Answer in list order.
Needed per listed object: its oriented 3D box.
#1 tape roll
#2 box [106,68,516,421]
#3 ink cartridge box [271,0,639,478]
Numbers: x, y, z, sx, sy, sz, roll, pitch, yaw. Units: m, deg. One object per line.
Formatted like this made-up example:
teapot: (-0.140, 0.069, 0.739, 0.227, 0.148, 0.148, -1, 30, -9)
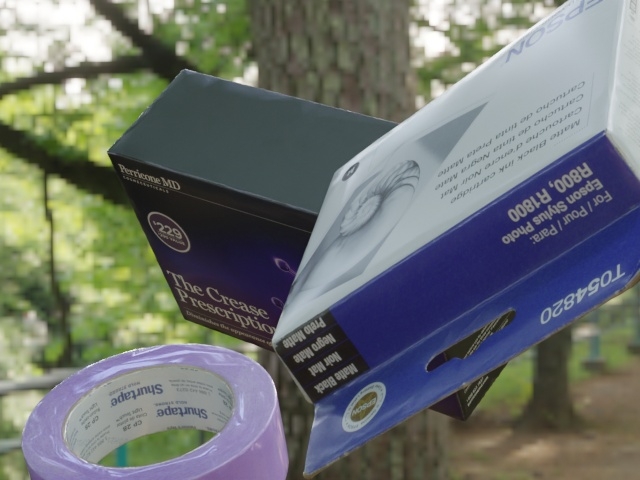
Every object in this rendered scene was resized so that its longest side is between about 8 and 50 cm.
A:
tape roll: (-0.175, 0.221, 1.808, 0.275, 0.090, 0.275, -8, 28, 4)
box: (0.000, 0.000, 1.191, 0.261, 0.184, 0.103, 17, 51, 34)
ink cartridge box: (0.072, -0.014, 0.843, 0.223, 0.045, 0.224, -35, 23, 32)
